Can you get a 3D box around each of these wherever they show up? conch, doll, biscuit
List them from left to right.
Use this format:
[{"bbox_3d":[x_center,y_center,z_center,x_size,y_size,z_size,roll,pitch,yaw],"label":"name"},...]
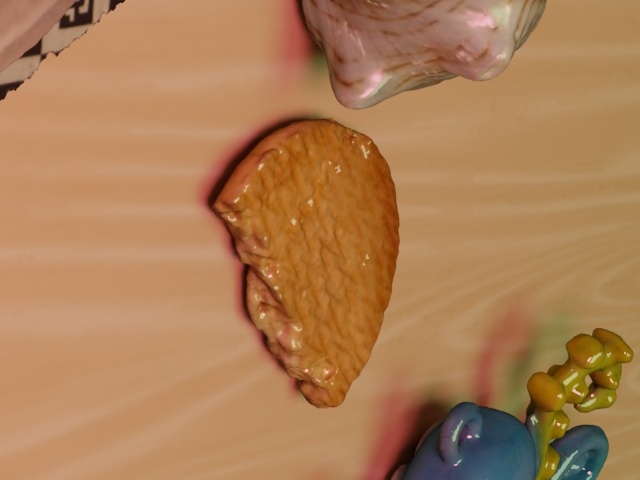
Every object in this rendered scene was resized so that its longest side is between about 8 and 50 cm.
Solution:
[{"bbox_3d":[-0.001,0.000,1.183,0.144,0.033,0.224,-56,145,-25],"label":"biscuit"},{"bbox_3d":[0.074,-0.165,1.095,0.203,0.169,0.386,-45,146,8],"label":"conch"},{"bbox_3d":[0.115,0.226,1.439,0.346,0.099,0.341,-43,151,-29],"label":"doll"}]

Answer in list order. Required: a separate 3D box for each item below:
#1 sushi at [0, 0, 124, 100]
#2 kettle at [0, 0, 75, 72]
[{"bbox_3d":[-0.165,-0.173,0.833,0.264,0.050,0.290,-45,140,-34],"label":"sushi"},{"bbox_3d":[-0.266,-0.166,0.381,0.361,0.377,0.250,-29,129,-46],"label":"kettle"}]
